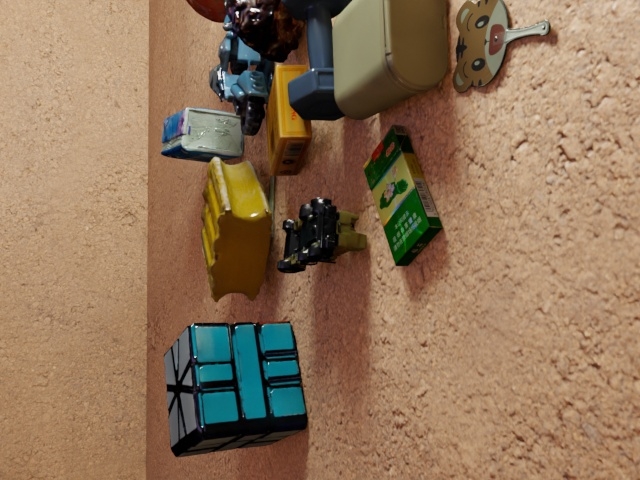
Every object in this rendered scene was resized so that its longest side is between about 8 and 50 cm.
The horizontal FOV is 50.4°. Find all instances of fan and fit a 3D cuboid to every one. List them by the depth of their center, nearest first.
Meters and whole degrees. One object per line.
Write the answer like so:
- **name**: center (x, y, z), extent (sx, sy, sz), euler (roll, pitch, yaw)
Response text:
- **fan**: center (0.273, -0.312, 1.047), extent (0.226, 0.008, 0.152), euler (-167, 80, -64)

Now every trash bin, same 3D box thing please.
- **trash bin**: center (0.116, -0.362, 1.250), extent (0.247, 0.121, 0.243), euler (170, 100, -66)

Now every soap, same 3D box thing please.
- **soap**: center (-0.244, -0.034, 1.878), extent (0.335, 0.156, 0.293), euler (-118, 31, -57)

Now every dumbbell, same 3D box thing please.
- **dumbbell**: center (0.000, -0.420, 1.444), extent (0.156, 0.143, 0.316), euler (30, -126, -70)

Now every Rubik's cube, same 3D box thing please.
- **Rubik's cube**: center (-0.225, 0.376, 1.730), extent (0.293, 0.283, 0.288), euler (131, 135, -54)

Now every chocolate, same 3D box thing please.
- **chocolate**: center (-0.091, -0.564, 1.643), extent (0.177, 0.206, 0.224), euler (-26, 24, 35)

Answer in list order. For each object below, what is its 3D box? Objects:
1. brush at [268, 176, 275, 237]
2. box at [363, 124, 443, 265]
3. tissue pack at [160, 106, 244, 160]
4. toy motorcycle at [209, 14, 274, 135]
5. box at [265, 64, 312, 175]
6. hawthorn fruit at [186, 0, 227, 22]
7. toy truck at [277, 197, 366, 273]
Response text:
- **brush**: center (-0.143, -0.097, 1.866), extent (0.033, 0.030, 0.178), euler (-171, 83, -74)
- **box**: center (0.147, -0.084, 1.263), extent (0.132, 0.034, 0.235), euler (125, 139, -49)
- **tissue pack**: center (-0.377, -0.331, 2.163), extent (0.263, 0.198, 0.146), euler (7, 92, 63)
- **toy motorcycle**: center (-0.203, -0.476, 1.839), extent (0.232, 0.172, 0.416), euler (108, 159, -43)
- **box**: center (-0.079, -0.276, 1.612), extent (0.274, 0.076, 0.174), euler (126, 142, -74)
- **hawthorn fruit**: center (-0.277, -0.737, 1.938), extent (0.307, 0.276, 0.276), euler (94, 163, -57)
- **toy truck**: center (-0.005, 0.000, 1.474), extent (0.257, 0.127, 0.127), euler (155, 120, -62)
